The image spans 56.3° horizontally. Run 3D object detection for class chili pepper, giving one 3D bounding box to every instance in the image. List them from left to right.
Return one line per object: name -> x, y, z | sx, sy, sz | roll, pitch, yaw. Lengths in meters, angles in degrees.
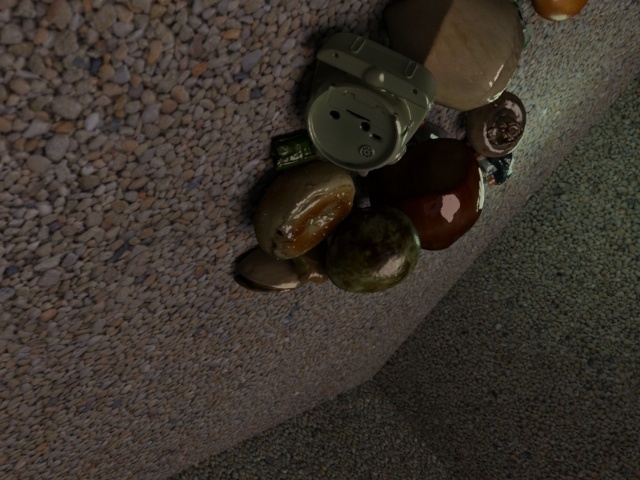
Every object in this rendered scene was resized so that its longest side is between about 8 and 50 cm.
chili pepper -> 0.025, -0.258, 1.524 | 0.359, 0.076, 0.085 | -24, 129, -36

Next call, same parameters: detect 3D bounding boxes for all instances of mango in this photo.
mango -> 0.672, -0.710, 1.688 | 0.257, 0.138, 0.187 | -33, 143, -36

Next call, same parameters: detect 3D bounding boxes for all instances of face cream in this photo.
face cream -> 0.365, -0.332, 1.944 | 0.084, 0.057, 0.198 | -51, 155, 19

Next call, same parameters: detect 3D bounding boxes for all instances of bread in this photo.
bread -> -0.050, -0.089, 1.574 | 0.305, 0.159, 0.305 | -37, 160, -16

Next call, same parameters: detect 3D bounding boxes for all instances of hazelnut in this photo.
hazelnut -> 0.330, -0.139, 1.847 | 0.366, 0.366, 0.366 | -35, 155, -19

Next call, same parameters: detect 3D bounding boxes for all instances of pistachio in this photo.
pistachio -> -0.138, 0.086, 1.764 | 0.238, 0.153, 0.137 | -4, 131, -20

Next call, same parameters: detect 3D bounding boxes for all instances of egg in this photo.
egg -> 0.141, 0.028, 1.676 | 0.289, 0.238, 0.238 | -27, 153, -17

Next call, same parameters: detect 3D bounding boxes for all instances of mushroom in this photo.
mushroom -> 0.602, -0.394, 2.029 | 0.226, 0.178, 0.226 | -4, 106, -16

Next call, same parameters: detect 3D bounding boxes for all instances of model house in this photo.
model house -> 0.552, -0.251, 2.241 | 0.291, 0.184, 0.253 | -34, 164, -3

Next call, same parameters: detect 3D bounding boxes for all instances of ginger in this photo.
ginger -> 0.000, 0.000, 1.754 | 0.086, 0.131, 0.294 | -33, -150, 50

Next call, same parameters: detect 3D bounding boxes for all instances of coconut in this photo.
coconut -> 0.290, -0.450, 1.366 | 0.329, 0.329, 0.329 | -35, 155, -19

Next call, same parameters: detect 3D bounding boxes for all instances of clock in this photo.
clock -> 0.089, -0.275, 1.336 | 0.324, 0.265, 0.108 | 112, 3, -46

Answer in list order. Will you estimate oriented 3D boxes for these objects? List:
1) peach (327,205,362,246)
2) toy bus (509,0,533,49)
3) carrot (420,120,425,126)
peach -> 0.076, -0.003, 1.947 | 0.251, 0.153, 0.251 | -21, 157, -9
toy bus -> 0.431, -0.518, 1.599 | 0.276, 0.165, 0.133 | -39, 157, -8
carrot -> 0.274, -0.365, 1.733 | 0.072, 0.072, 0.205 | -48, 158, 11
